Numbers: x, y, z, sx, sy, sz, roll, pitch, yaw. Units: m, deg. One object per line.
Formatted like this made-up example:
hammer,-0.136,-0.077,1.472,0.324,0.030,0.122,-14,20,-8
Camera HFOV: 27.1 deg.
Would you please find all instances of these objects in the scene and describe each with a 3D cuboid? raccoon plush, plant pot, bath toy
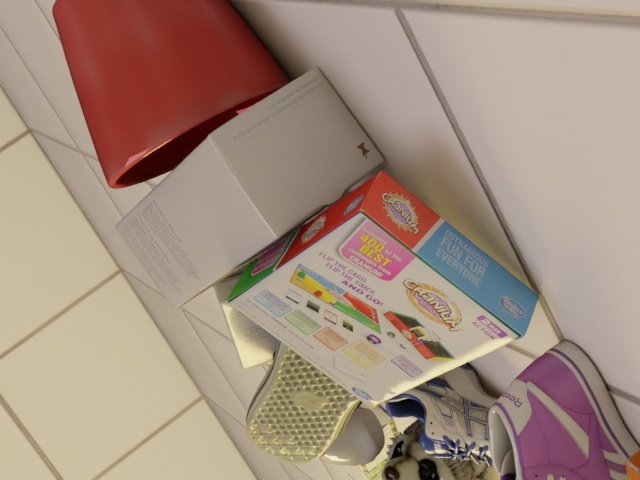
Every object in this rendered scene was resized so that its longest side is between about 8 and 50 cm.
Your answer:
raccoon plush,0.208,0.405,2.153,0.216,0.299,0.446,30,-172,22
plant pot,-0.207,-0.236,1.724,0.243,0.275,0.275,62,165,3
bath toy,-0.013,0.211,2.168,0.348,0.129,0.151,68,163,5

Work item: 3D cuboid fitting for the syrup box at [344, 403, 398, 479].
syrup box,0.095,0.398,2.472,0.096,0.093,0.237,40,160,39

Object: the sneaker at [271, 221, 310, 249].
sneaker,0.000,0.000,1.814,0.190,0.083,0.071,-29,87,44

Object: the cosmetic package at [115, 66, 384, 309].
cosmetic package,-0.102,-0.057,1.729,0.155,0.197,0.365,54,148,0

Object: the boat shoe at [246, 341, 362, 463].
boat shoe,0.036,0.137,1.843,0.186,0.156,0.500,28,139,-5

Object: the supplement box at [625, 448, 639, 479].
supplement box,0.394,0.302,1.452,0.078,0.080,0.233,41,158,40

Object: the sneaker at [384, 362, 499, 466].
sneaker,0.209,0.269,1.810,0.296,0.131,0.112,36,155,42

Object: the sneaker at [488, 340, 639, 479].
sneaker,0.288,0.271,1.535,0.282,0.161,0.102,56,163,-15

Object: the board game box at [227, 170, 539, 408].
board game box,0.066,0.070,1.572,0.242,0.064,0.316,38,144,-14

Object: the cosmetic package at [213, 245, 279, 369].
cosmetic package,-0.079,0.070,1.998,0.184,0.151,0.151,77,176,-52
